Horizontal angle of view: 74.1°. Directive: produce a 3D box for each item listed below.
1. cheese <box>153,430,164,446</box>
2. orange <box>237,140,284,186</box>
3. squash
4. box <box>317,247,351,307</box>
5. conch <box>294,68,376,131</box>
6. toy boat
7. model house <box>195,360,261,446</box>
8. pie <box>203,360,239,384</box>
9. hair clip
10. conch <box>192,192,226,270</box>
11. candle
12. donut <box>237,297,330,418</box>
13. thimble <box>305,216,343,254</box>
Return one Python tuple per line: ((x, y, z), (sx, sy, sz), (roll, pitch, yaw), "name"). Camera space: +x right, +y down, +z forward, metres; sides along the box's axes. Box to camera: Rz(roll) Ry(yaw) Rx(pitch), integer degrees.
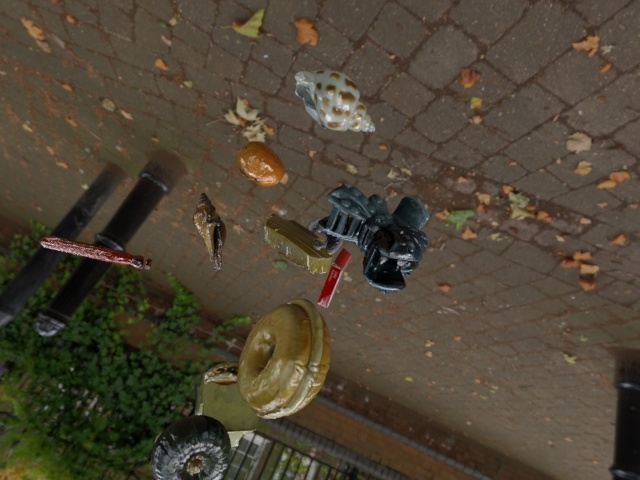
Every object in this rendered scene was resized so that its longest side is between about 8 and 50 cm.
((-0.526, 0.822, 1.559), (0.263, 0.158, 0.093), (29, -156, 37), "cheese")
((-0.268, -0.334, 1.897), (0.224, 0.170, 0.224), (43, 178, 2), "orange")
((-0.414, 0.692, 1.372), (0.252, 0.252, 0.165), (45, 169, -35), "squash")
((0.055, 0.150, 1.681), (0.050, 0.123, 0.229), (25, 128, 8), "box")
((0.047, -0.420, 1.291), (0.274, 0.149, 0.183), (57, 174, 3), "conch")
((-0.071, 0.002, 1.328), (0.310, 0.115, 0.089), (30, 124, 37), "toy boat")
((-0.412, 0.733, 1.844), (0.262, 0.321, 0.266), (9, 134, -21), "model house")
((-0.369, 0.542, 1.711), (0.206, 0.084, 0.179), (7, 151, -30), "pie")
((0.145, -0.011, 1.063), (0.310, 0.207, 0.194), (51, 135, 37), "hair clip")
((-0.335, -0.031, 1.316), (0.086, 0.080, 0.232), (-23, 101, 20), "conch")
((-0.713, 0.039, 1.361), (0.330, 0.048, 0.051), (16, 142, -25), "candle")
((-0.134, 0.416, 1.521), (0.198, 0.448, 0.449), (26, 156, -30), "donut")
((0.000, 0.000, 2.350), (0.217, 0.245, 0.157), (31, 154, -5), "thimble")
